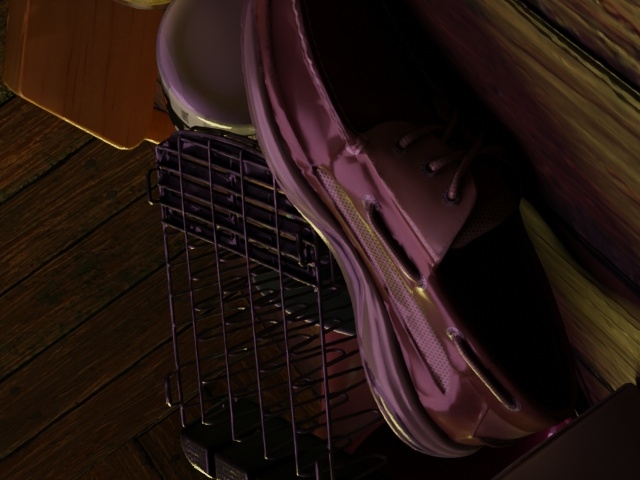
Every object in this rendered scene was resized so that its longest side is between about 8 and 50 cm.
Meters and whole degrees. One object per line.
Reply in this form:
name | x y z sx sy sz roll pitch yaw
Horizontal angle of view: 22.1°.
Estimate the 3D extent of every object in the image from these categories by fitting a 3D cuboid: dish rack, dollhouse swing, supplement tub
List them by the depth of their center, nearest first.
dish rack | -0.032 0.058 1.080 0.208 0.074 0.271 20 121 49
supplement tub | -0.060 -0.122 1.206 0.117 0.117 0.190 54 173 4
dollhouse swing | -0.137 -0.211 1.560 0.347 0.305 0.315 -151 67 -76

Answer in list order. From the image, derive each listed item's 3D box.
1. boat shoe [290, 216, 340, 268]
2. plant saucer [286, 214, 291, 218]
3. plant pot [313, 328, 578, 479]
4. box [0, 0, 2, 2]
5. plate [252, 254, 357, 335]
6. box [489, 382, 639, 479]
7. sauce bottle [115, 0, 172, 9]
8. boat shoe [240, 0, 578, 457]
boat shoe | 0.022 -0.029 1.161 0.108 0.102 0.301 56 173 -16
plant saucer | 0.000 0.000 1.821 0.119 0.021 0.119 52 173 9
plant pot | 0.081 0.127 1.244 0.201 0.201 0.180 59 -172 -37
box | -0.132 -0.245 0.712 0.168 0.203 0.167 51 173 23
plate | 0.045 0.032 1.190 0.188 0.188 0.024 -137 54 -60
box | 0.201 0.218 1.051 0.148 0.127 0.232 51 172 29
sauce bottle | -0.109 -0.232 1.044 0.111 0.111 0.344 54 172 1
boat shoe | 0.062 -0.028 0.937 0.116 0.123 0.324 -10 111 45
